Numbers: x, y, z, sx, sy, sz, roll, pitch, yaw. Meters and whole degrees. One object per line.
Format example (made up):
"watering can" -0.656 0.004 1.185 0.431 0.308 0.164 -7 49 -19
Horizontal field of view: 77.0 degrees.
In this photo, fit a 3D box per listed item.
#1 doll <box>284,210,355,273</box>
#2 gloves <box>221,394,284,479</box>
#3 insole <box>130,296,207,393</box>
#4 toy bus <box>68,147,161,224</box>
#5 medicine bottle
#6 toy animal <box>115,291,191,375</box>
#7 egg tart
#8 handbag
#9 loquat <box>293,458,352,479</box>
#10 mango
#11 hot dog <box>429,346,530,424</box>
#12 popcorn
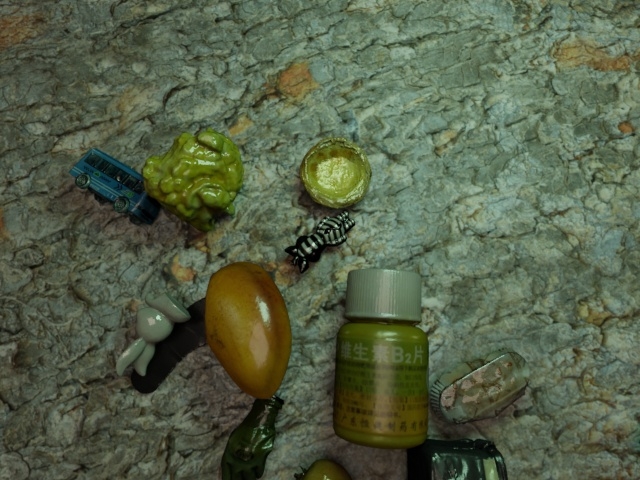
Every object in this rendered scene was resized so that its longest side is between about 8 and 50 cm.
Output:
"doll" 0.000 0.000 1.121 0.219 0.067 0.091 -37 75 -11
"gloves" -0.176 0.510 1.007 0.135 0.107 0.268 13 80 37
"insole" -0.379 0.277 1.110 0.119 0.009 0.348 43 83 12
"toy bus" -0.576 -0.153 1.157 0.246 0.113 0.134 29 75 10
"medicine bottle" 0.149 0.272 0.976 0.224 0.224 0.385 3 77 3
"toy animal" -0.460 0.242 1.067 0.130 0.104 0.221 40 82 17
"egg tart" 0.043 -0.188 1.145 0.212 0.090 0.213 -1 80 4
"handbag" 0.303 0.537 0.895 0.181 0.254 0.182 2 67 1
"loquat" 0.007 0.604 0.957 0.163 0.137 0.163 1 94 14
"mango" -0.179 0.217 1.005 0.201 0.199 0.350 -4 55 -32
"hot dog" 0.407 0.373 1.017 0.267 0.075 0.145 -23 83 -6
"popcorn" -0.321 -0.171 1.089 0.250 0.241 0.235 -40 63 6
